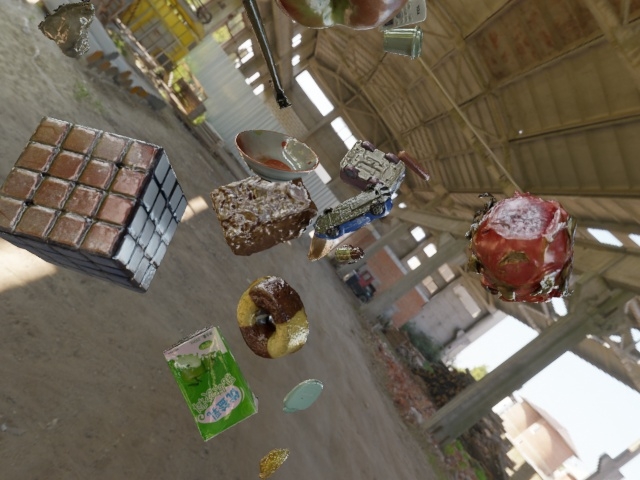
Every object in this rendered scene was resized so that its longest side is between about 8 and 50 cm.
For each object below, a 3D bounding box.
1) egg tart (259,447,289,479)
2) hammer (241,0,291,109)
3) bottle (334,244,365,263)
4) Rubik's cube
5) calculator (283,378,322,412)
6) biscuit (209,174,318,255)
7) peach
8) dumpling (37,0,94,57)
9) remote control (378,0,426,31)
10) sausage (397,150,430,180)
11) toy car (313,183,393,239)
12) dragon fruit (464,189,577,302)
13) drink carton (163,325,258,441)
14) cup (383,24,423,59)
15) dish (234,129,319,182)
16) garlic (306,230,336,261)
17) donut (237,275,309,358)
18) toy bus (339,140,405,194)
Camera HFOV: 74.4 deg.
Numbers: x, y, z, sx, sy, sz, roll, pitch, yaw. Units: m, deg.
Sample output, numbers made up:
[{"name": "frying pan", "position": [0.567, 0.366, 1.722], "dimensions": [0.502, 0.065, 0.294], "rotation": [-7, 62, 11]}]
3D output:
[{"name": "egg tart", "position": [-0.161, 0.730, 1.401], "dimensions": [0.049, 0.129, 0.129], "rotation": [49, 1, 6]}, {"name": "hammer", "position": [-0.169, -0.578, 1.311], "dimensions": [0.440, 0.044, 0.168], "rotation": [68, -1, -68]}, {"name": "bottle", "position": [0.097, 0.044, 1.381], "dimensions": [0.101, 0.047, 0.063], "rotation": [-5, -46, 40]}, {"name": "Rubik's cube", "position": [-0.623, -0.086, 1.193], "dimensions": [0.345, 0.343, 0.337], "rotation": [18, -21, -1]}, {"name": "calculator", "position": [-0.054, 0.456, 1.226], "dimensions": [0.095, 0.153, 0.021], "rotation": [24, 22, -33]}, {"name": "biscuit", "position": [-0.236, -0.127, 1.765], "dimensions": [0.166, 0.395, 0.342], "rotation": [79, -14, -46]}, {"name": "peach", "position": [0.035, -0.442, 0.617], "dimensions": [0.252, 0.252, 0.252], "rotation": [52, 1, -1]}, {"name": "dumpling", "position": [-0.873, -0.712, 1.464], "dimensions": [0.332, 0.166, 0.086], "rotation": [-14, -81, 59]}, {"name": "remote control", "position": [0.316, -0.885, 1.646], "dimensions": [0.029, 0.190, 0.087], "rotation": [-86, 164, -56]}, {"name": "sausage", "position": [0.304, -0.242, 1.366], "dimensions": [0.147, 0.030, 0.035], "rotation": [32, 20, -28]}, {"name": "toy car", "position": [0.081, -0.063, 1.048], "dimensions": [0.063, 0.216, 0.103], "rotation": [52, 18, -33]}, {"name": "dragon fruit", "position": [0.505, 0.036, 1.074], "dimensions": [0.269, 0.250, 0.291], "rotation": [14, -33, 32]}, {"name": "drink carton", "position": [-0.294, 0.376, 1.155], "dimensions": [0.271, 0.161, 0.108], "rotation": [63, -11, 5]}, {"name": "cup", "position": [0.314, -0.755, 1.606], "dimensions": [0.141, 0.120, 0.120], "rotation": [10, -14, 18]}, {"name": "dish", "position": [-0.139, -0.243, 1.290], "dimensions": [0.260, 0.085, 0.260], "rotation": [14, 34, -10]}, {"name": "garlic", "position": [0.007, -0.010, 1.638], "dimensions": [0.090, 0.128, 0.198], "rotation": [36, -38, 12]}, {"name": "donut", "position": [-0.113, 0.174, 0.933], "dimensions": [0.073, 0.166, 0.184], "rotation": [-20, 101, -64]}, {"name": "toy bus", "position": [0.180, -0.231, 1.443], "dimensions": [0.203, 0.142, 0.142], "rotation": [31, -15, 17]}]
